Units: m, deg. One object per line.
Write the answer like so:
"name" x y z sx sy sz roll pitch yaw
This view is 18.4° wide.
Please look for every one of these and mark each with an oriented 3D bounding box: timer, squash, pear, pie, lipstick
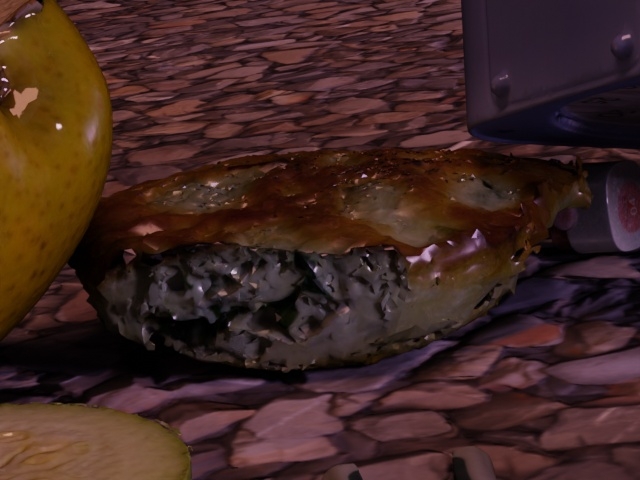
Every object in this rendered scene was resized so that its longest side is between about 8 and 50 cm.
"timer" 0.308 -0.127 1.269 0.395 0.173 0.395 -1 -6 0
"squash" -0.171 0.134 0.983 0.219 0.041 0.219 -7 14 2
"pear" -0.290 0.005 1.227 0.386 0.191 0.340 -15 24 36
"pie" 0.000 0.000 1.309 0.355 0.102 0.288 -2 14 13
"lipstick" 0.144 -0.020 1.428 0.186 0.063 0.057 -3 8 41

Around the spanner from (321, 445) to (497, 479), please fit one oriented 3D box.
"spanner" 0.050 0.150 0.812 0.096 0.040 0.325 -8 12 0
